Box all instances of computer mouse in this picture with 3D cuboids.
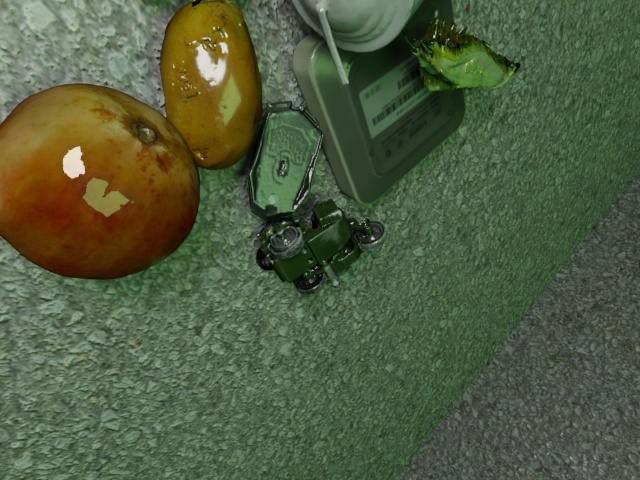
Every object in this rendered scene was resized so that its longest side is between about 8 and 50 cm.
[{"bbox_3d":[-0.077,-0.150,0.825,0.126,0.071,0.231,11,96,-29],"label":"computer mouse"}]

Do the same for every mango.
[{"bbox_3d":[-0.158,-0.229,0.671,0.156,0.151,0.249,-38,136,-62],"label":"mango"}]

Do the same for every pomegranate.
[{"bbox_3d":[-0.303,-0.063,0.579,0.270,0.229,0.252,-32,150,22],"label":"pomegranate"}]

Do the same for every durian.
[{"bbox_3d":[0.253,-0.347,0.838,0.375,0.106,0.132,-10,121,-38],"label":"durian"}]

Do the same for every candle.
[{"bbox_3d":[0.074,-0.420,0.638,0.343,0.221,0.221,-57,140,-28],"label":"candle"}]

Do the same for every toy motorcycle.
[{"bbox_3d":[0.000,0.000,0.945,0.275,0.127,0.205,-36,132,-9],"label":"toy motorcycle"}]

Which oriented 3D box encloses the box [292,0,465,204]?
[{"bbox_3d":[0.149,-0.304,0.910,0.367,0.090,0.373,-41,133,-15],"label":"box"}]
